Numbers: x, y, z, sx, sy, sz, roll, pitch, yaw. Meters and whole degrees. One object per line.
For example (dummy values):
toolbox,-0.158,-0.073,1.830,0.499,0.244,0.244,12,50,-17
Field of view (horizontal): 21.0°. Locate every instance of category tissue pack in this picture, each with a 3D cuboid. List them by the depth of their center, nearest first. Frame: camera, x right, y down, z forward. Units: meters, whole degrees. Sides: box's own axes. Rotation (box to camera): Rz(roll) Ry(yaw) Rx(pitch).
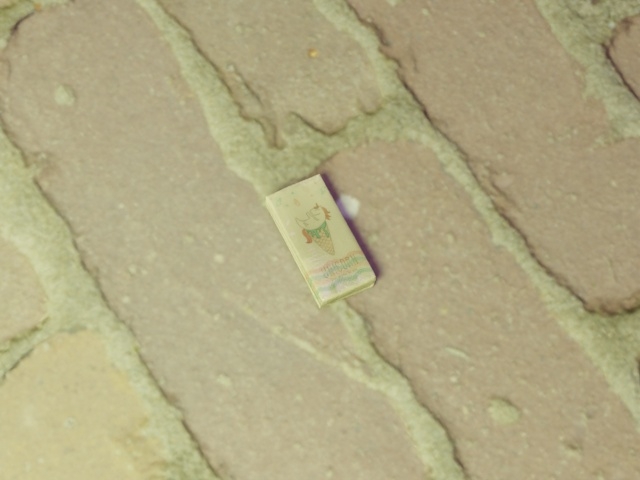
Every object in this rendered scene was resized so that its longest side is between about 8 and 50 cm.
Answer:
tissue pack,0.000,0.000,1.481,0.056,0.023,0.108,-24,72,-19
